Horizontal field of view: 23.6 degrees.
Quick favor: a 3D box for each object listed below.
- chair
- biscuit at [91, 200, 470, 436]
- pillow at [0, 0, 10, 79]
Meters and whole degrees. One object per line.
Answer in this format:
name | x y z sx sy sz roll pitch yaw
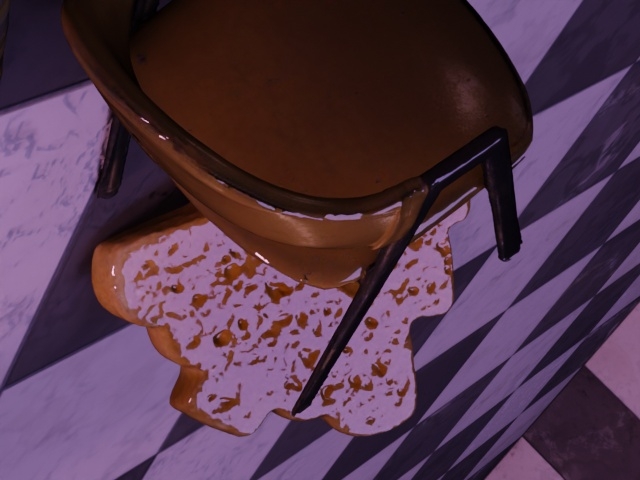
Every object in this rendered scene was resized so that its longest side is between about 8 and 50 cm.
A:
chair | -0.009 -0.049 0.620 0.172 0.159 0.247 -37 164 -17
biscuit | 0.000 0.000 0.824 0.239 0.212 0.041 -56 -152 4
pillow | -0.173 -0.027 0.454 0.208 0.052 0.212 -37 166 -33
